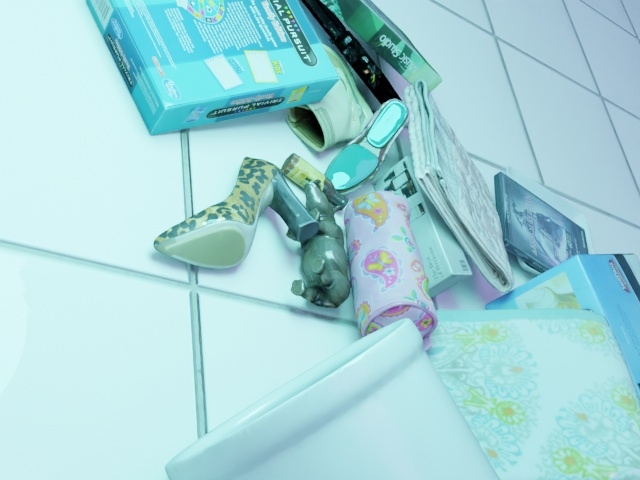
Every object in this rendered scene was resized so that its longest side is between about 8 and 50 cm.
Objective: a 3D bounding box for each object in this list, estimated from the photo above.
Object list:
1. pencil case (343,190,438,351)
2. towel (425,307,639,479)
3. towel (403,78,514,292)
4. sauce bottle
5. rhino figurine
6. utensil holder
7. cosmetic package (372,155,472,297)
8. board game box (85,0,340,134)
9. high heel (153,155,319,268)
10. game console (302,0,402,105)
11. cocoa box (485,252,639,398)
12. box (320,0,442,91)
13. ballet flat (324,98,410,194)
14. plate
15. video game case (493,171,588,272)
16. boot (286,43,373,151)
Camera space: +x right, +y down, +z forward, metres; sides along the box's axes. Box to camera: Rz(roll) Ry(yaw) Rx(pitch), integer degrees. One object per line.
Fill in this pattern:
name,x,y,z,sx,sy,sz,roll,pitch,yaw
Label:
pencil case,0.107,0.047,1.310,0.124,0.124,0.284,26,34,-28
towel,0.291,0.245,1.241,0.374,0.090,0.320,-1,45,-1
towel,0.259,-0.108,1.550,0.317,0.053,0.332,51,24,-31
sauce bottle,-0.007,-0.097,1.399,0.128,0.042,0.042,35,42,-17
rhino figurine,0.000,0.000,1.308,0.106,0.073,0.243,41,36,-44
utensil holder,0.063,0.331,0.932,0.327,0.327,0.385,-27,83,-50
cosmetic package,0.178,-0.024,1.483,0.060,0.099,0.239,2,60,-41
board game box,-0.167,-0.322,1.333,0.336,0.079,0.254,-18,75,-37
high heel,-0.153,-0.052,1.223,0.261,0.093,0.186,-11,46,-34
game console,0.048,-0.385,1.623,0.361,0.044,0.213,57,10,24
cocoa box,0.506,0.223,1.509,0.228,0.231,0.347,1,62,-43
box,0.091,-0.441,1.642,0.322,0.058,0.232,32,22,-36
ballet flat,0.084,-0.159,1.487,0.077,0.079,0.221,36,76,5
plate,0.508,0.000,1.827,0.278,0.045,0.277,25,46,-29
video game case,0.473,-0.008,1.745,0.274,0.026,0.196,30,44,-25
boot,-0.006,-0.264,1.503,0.165,0.077,0.213,-25,80,-48
